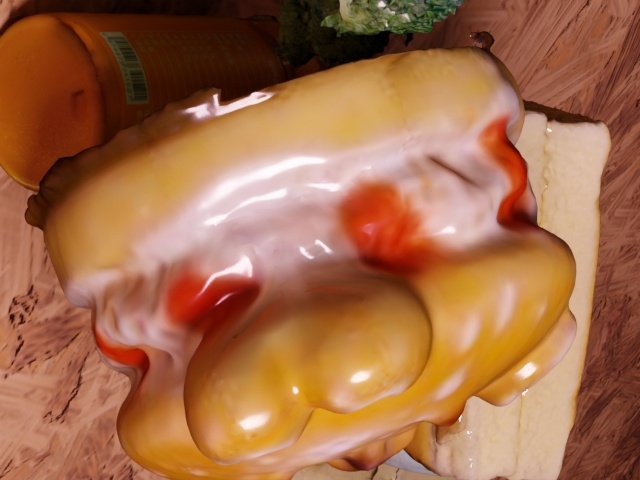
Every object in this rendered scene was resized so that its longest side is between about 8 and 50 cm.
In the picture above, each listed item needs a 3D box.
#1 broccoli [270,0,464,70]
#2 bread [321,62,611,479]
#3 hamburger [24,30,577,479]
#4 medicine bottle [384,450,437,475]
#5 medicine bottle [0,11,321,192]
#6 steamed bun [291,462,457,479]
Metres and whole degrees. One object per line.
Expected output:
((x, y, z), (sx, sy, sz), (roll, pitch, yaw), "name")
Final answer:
((-0.004, -0.200, 0.782), (0.270, 0.270, 0.270), (-8, 137, -12), "broccoli")
((0.073, 0.018, 1.062), (0.111, 0.239, 0.246), (-3, 105, -26), "bread")
((0.002, 0.023, 0.809), (0.261, 0.186, 0.303), (-19, 171, -4), "hamburger")
((0.108, 0.063, 1.270), (0.139, 0.139, 0.225), (-5, 103, -56), "medicine bottle")
((-0.089, -0.079, 0.908), (0.192, 0.096, 0.096), (-11, 131, -53), "medicine bottle")
((0.036, 0.263, 1.423), (0.232, 0.166, 0.273), (-29, 144, -42), "steamed bun")
